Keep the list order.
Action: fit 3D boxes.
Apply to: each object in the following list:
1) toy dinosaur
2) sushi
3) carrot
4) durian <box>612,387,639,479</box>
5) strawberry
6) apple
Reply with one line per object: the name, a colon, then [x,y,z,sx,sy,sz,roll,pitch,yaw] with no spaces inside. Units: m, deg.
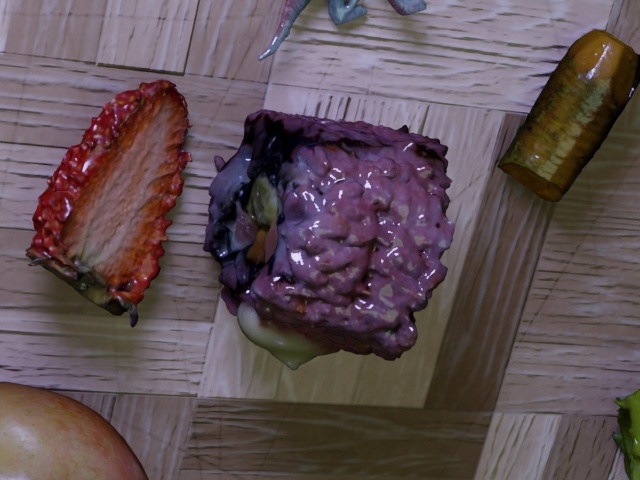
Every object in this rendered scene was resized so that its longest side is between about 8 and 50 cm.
toy dinosaur: [0.025,-0.262,1.682,0.242,0.053,0.167,-32,120,-3]
sushi: [0.000,0.000,1.676,0.171,0.270,0.236,14,97,-22]
carrot: [0.245,-0.121,1.816,0.082,0.082,0.173,25,101,-29]
durian: [0.451,0.243,2.019,0.340,0.204,0.255,-17,134,-22]
strawberry: [-0.189,-0.042,1.706,0.208,0.087,0.167,-62,143,-14]
apple: [-0.305,0.273,1.700,0.319,0.277,0.319,-16,127,-22]
